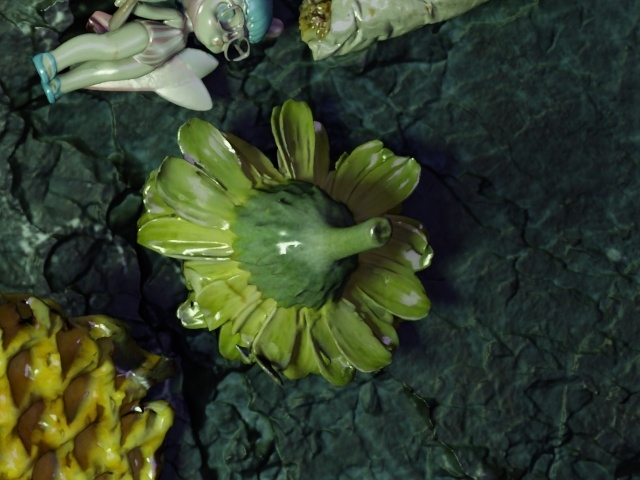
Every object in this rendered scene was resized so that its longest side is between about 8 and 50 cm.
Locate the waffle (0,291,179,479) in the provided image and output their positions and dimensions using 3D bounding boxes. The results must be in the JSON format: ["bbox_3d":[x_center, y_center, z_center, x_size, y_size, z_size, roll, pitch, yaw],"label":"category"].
[{"bbox_3d":[-0.296,0.232,1.717,0.382,0.095,0.379,34,72,-47],"label":"waffle"}]

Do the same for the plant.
[{"bbox_3d":[-0.018,0.030,1.828,0.306,0.297,0.261,5,116,-26],"label":"plant"}]

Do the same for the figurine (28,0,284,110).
[{"bbox_3d":[-0.168,-0.226,1.838,0.260,0.205,0.103,-22,47,-9],"label":"figurine"}]

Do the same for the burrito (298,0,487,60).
[{"bbox_3d":[0.149,-0.300,1.937,0.392,0.076,0.117,-23,84,-13],"label":"burrito"}]
